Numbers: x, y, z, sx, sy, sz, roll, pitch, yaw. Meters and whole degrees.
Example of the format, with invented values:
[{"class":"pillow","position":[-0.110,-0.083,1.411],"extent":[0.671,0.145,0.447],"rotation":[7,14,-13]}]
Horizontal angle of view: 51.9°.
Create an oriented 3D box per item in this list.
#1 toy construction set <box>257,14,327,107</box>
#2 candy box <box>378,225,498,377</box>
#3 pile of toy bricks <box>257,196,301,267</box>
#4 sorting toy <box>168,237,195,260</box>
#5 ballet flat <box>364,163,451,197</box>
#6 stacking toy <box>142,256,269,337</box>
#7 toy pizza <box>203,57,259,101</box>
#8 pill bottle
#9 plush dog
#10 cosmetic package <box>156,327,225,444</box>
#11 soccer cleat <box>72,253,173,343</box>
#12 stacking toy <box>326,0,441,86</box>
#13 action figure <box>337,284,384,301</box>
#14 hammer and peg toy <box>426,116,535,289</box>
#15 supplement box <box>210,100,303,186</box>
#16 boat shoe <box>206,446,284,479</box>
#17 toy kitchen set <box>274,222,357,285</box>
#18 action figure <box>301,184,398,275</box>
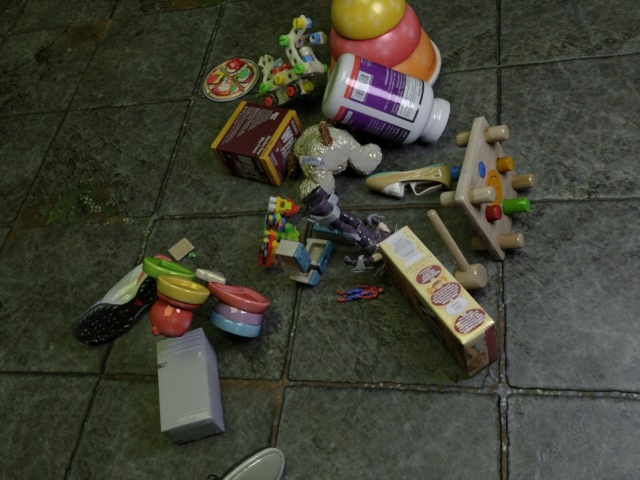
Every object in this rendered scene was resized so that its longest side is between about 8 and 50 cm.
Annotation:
[{"class":"toy construction set","position":[-0.104,-0.527,2.012],"extent":[0.151,0.214,0.328],"rotation":[-16,3,-31]},{"class":"candy box","position":[0.261,0.134,1.468],"extent":[0.088,0.183,0.316],"rotation":[-33,53,-5]},{"class":"pile of toy bricks","position":[-0.100,-0.014,1.752],"extent":[0.105,0.118,0.212],"rotation":[12,39,-7]},{"class":"sorting toy","position":[-0.385,0.032,1.851],"extent":[0.062,0.012,0.083],"rotation":[-38,50,-15]},{"class":"ballet flat","position":[0.232,-0.150,1.743],"extent":[0.233,0.080,0.073],"rotation":[-10,69,13]},{"class":"stacking toy","position":[-0.303,0.155,1.605],"extent":[0.280,0.309,0.130],"rotation":[25,96,51]},{"class":"toy pizza","position":[-0.304,-0.547,2.211],"extent":[0.202,0.032,0.201],"rotation":[-8,54,12]},{"class":"pill bottle","position":[0.177,-0.373,1.784],"extent":[0.323,0.181,0.181],"rotation":[18,58,-11]},{"class":"plush dog","position":[0.004,-0.253,1.833],"extent":[0.262,0.210,0.225],"rotation":[-35,30,-7]},{"class":"cosmetic package","position":[-0.310,0.345,1.557],"extent":[0.127,0.107,0.237],"rotation":[-18,50,2]},{"class":"soccer cleat","position":[-0.525,0.155,1.770],"extent":[0.318,0.108,0.116],"rotation":[-38,34,-7]},{"class":"stacking toy","position":[0.141,-0.628,1.845],"extent":[0.351,0.479,0.350],"rotation":[-8,54,12]},{"class":"action figure","position":[0.099,0.129,1.622],"extent":[0.115,0.030,0.038],"rotation":[-8,50,10]},{"class":"hammer and peg toy","position":[0.384,-0.080,1.528],"extent":[0.127,0.266,0.361],"rotation":[-5,52,38]},{"class":"supplement box","position":[-0.177,-0.284,1.929],"extent":[0.194,0.129,0.191],"rotation":[15,62,27]},{"class":"boat shoe","position":[-0.222,0.553,1.379],"extent":[0.340,0.127,0.113],"rotation":[-49,34,-14]},{"class":"toy kitchen set","position":[0.000,0.000,1.654],"extent":[0.122,0.166,0.207],"rotation":[11,61,25]},{"class":"action figure","position":[0.087,-0.021,1.613],"extent":[0.099,0.285,0.185],"rotation":[-42,21,36]}]
